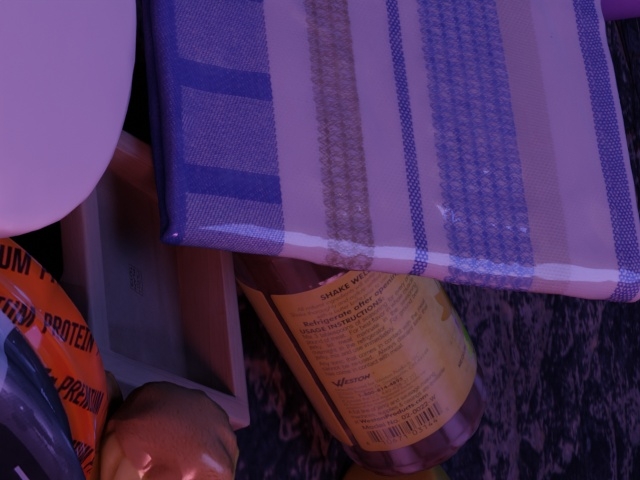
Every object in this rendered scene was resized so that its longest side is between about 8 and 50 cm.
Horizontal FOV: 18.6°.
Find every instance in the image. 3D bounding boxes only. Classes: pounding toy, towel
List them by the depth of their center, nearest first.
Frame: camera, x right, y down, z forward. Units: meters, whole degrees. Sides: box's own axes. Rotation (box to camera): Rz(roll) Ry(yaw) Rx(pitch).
[{"bbox_3d":[-0.128,-0.017,0.912,0.181,0.094,0.206,28,49,-56],"label":"pounding toy"},{"bbox_3d":[0.038,-0.074,0.993,0.285,0.034,0.209,7,63,-30],"label":"towel"}]

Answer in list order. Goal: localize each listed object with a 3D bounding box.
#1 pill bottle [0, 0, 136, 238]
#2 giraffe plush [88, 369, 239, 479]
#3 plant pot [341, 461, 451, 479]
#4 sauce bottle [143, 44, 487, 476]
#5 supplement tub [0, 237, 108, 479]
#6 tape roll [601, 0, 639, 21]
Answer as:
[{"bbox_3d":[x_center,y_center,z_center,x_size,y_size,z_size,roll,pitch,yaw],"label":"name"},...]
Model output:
[{"bbox_3d":[-0.204,-0.046,0.478,0.169,0.301,0.169,-6,90,-66],"label":"pill bottle"},{"bbox_3d":[-0.096,0.142,0.839,0.170,0.181,0.210,-20,123,-73],"label":"giraffe plush"},{"bbox_3d":[0.055,0.181,1.275,0.081,0.081,0.083,53,28,-49],"label":"plant pot"},{"bbox_3d":[0.000,0.000,1.155,0.344,0.111,0.111,62,31,-42],"label":"sauce bottle"},{"bbox_3d":[-0.193,0.143,0.573,0.338,0.207,0.207,-69,144,-46],"label":"supplement tub"},{"bbox_3d":[0.179,-0.277,1.240,0.275,0.090,0.275,-7,90,-89],"label":"tape roll"}]
